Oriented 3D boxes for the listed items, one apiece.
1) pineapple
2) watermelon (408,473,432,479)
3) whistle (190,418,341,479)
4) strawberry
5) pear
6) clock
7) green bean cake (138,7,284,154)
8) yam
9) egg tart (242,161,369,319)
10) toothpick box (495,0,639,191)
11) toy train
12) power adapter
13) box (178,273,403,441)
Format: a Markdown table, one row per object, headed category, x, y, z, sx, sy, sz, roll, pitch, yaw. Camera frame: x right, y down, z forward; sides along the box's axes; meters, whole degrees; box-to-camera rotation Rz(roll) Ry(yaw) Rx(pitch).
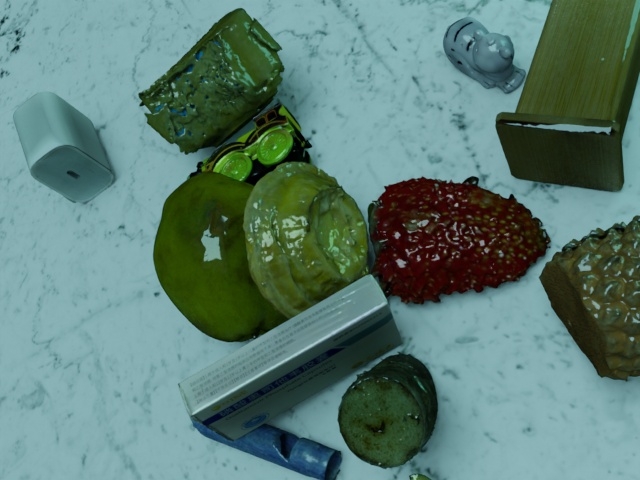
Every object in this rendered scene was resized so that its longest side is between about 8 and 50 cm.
| category | x | y | z | sx | sy | sz | roll | pitch | yaw |
| --- | --- | --- | --- | --- | --- | --- | --- | --- | --- |
| pineapple | 0.515 | 0.039 | 0.979 | 0.357 | 0.223 | 0.223 | -28 | 60 | 2 |
| watermelon | 0.178 | 0.445 | 1.023 | 0.075 | 0.092 | 0.181 | -7 | 57 | 8 |
| whistle | -0.108 | 0.348 | 1.210 | 0.304 | 0.062 | 0.062 | 12 | 74 | 28 |
| strawberry | 0.217 | -0.025 | 1.174 | 0.306 | 0.138 | 0.233 | -14 | 63 | 21 |
| pear | -0.162 | 0.030 | 1.254 | 0.269 | 0.269 | 0.321 | -26 | 77 | 13 |
| clock | 0.294 | -0.359 | 1.285 | 0.080 | 0.117 | 0.176 | -46 | 57 | 1 |
| green bean cake | -0.214 | -0.307 | 1.425 | 0.310 | 0.202 | 0.285 | -40 | 19 | 4 |
| yam | 0.108 | 0.260 | 1.063 | 0.154 | 0.254 | 0.154 | -1 | 87 | 10 |
| egg tart | 0.000 | 0.000 | 1.169 | 0.115 | 0.290 | 0.290 | -15 | 62 | 40 |
| toothpick box | 0.434 | -0.263 | 1.150 | 0.187 | 0.190 | 0.308 | 12 | 71 | 30 |
| toy train | -0.156 | -0.148 | 1.420 | 0.296 | 0.100 | 0.161 | -29 | 53 | 12 |
| power adapter | -0.602 | -0.236 | 1.610 | 0.124 | 0.187 | 0.255 | -34 | 58 | 8 |
| box | -0.037 | 0.197 | 1.124 | 0.343 | 0.200 | 0.065 | -30 | 61 | -1 |
